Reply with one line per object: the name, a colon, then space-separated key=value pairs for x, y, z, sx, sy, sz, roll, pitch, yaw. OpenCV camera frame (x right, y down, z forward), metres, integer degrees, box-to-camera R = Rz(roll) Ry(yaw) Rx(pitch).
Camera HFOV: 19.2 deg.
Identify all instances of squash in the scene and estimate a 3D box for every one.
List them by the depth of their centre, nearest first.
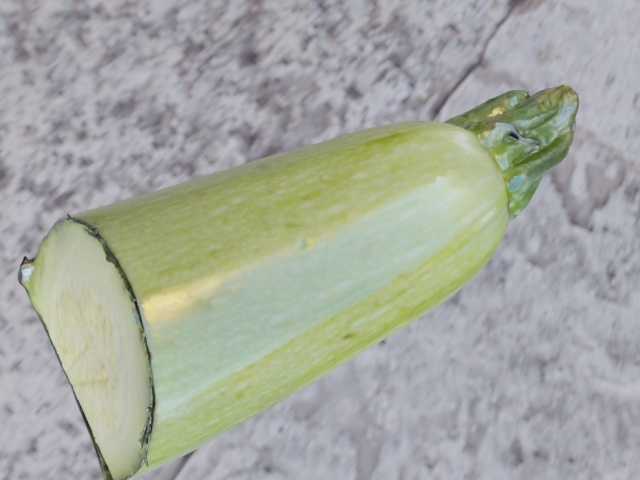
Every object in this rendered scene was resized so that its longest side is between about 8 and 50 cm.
squash: x=0.002 y=0.006 z=0.884 sx=0.288 sy=0.137 sz=0.137 roll=-23 pitch=104 yaw=0
